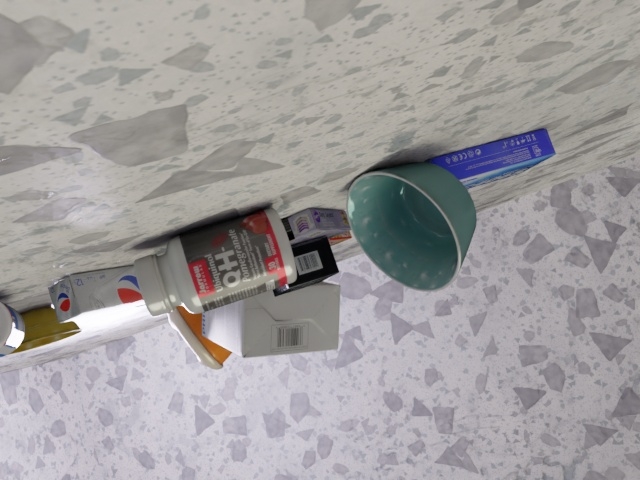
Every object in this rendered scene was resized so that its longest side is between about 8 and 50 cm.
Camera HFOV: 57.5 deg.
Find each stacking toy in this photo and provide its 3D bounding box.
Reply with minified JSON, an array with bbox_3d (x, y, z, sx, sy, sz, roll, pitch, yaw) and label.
[{"bbox_3d":[-0.321,0.229,2.242,0.480,0.350,0.350,-36,176,-9],"label":"stacking toy"}]

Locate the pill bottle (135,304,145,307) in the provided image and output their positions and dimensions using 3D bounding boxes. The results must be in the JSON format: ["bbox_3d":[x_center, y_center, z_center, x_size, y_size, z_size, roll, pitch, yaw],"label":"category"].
[{"bbox_3d":[-0.474,0.133,1.588,0.160,0.087,0.087,-13,171,-39],"label":"pill bottle"}]

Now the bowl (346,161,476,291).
[{"bbox_3d":[0.227,-0.054,1.321,0.163,0.311,0.312,-37,-177,-30],"label":"bowl"}]

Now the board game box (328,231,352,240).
[{"bbox_3d":[0.000,0.000,2.001,0.147,0.045,0.194,-23,172,28],"label":"board game box"}]

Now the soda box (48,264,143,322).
[{"bbox_3d":[-0.491,0.119,1.408,0.098,0.091,0.286,-24,172,32],"label":"soda box"}]

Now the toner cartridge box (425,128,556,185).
[{"bbox_3d":[0.400,-0.186,1.478,0.348,0.075,0.165,-16,172,-18],"label":"toner cartridge box"}]

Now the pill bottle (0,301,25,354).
[{"bbox_3d":[-0.712,0.192,1.255,0.124,0.124,0.221,-16,173,-21],"label":"pill bottle"}]

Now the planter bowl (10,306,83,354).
[{"bbox_3d":[-0.774,0.238,1.598,0.217,0.090,0.217,-19,173,-2],"label":"planter bowl"}]

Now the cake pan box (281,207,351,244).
[{"bbox_3d":[-0.072,-0.014,1.603,0.246,0.070,0.267,-24,172,23],"label":"cake pan box"}]

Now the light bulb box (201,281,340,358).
[{"bbox_3d":[-0.176,0.239,1.979,0.358,0.225,0.361,2,-178,-31],"label":"light bulb box"}]

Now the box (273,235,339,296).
[{"bbox_3d":[-0.058,0.076,1.627,0.153,0.108,0.207,-17,174,-19],"label":"box"}]

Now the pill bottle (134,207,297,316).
[{"bbox_3d":[-0.225,0.055,1.261,0.319,0.176,0.176,-18,173,-10],"label":"pill bottle"}]
